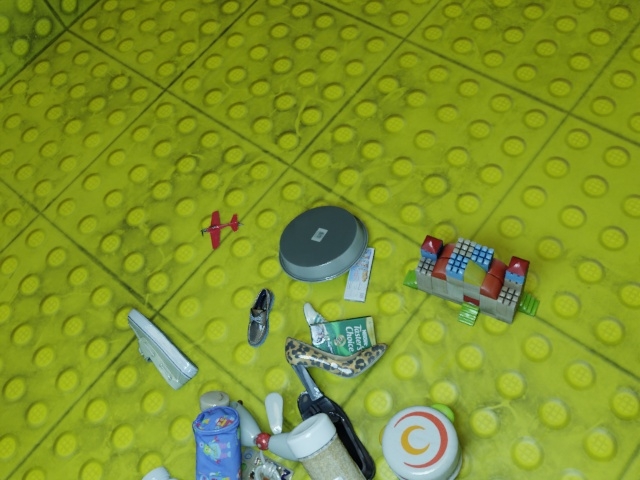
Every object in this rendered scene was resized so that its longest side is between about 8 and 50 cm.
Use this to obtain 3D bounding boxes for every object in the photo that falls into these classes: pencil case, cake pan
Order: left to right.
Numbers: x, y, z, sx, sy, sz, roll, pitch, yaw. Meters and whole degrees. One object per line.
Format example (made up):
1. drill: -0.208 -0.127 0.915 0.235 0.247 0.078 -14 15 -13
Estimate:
1. pencil case: -0.267 0.584 1.636 0.133 0.119 0.306 1 104 4
2. cake pan: 0.000 0.000 1.970 0.293 0.054 0.293 -12 46 12

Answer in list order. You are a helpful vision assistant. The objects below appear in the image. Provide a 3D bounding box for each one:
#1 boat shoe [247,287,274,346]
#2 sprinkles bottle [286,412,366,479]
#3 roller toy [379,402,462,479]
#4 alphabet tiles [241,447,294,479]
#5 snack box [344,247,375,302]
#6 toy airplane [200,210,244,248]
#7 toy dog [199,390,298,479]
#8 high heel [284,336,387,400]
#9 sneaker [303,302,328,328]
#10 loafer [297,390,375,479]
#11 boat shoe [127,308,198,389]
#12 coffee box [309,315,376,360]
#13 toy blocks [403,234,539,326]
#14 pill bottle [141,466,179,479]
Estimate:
1. boat shoe: -0.190 0.230 1.927 0.066 0.066 0.183 3 63 14
2. sprinkles bottle: 0.055 0.604 1.558 0.121 0.121 0.355 -32 92 -5
3. roller toy: 0.260 0.535 1.623 0.209 0.146 0.191 -18 50 7
4. alphabet tiles: -0.150 0.697 1.709 0.237 0.009 0.198 22 69 21
5. snack box: 0.121 0.103 1.950 0.064 0.022 0.178 6 65 16
6. toy airplane: -0.331 -0.044 2.124 0.151 0.028 0.151 -6 61 10
7. toy dog: -0.173 0.508 1.733 0.334 0.220 0.161 29 28 18
8. high heel: 0.039 0.298 1.754 0.261 0.093 0.186 -30 84 -5
9. sneaker: 0.004 0.251 1.882 0.075 0.057 0.161 -22 65 -1
10. loafer: 0.039 0.516 1.710 0.109 0.095 0.302 -38 62 -9
11. boat shoe: -0.500 0.326 1.926 0.302 0.109 0.094 39 79 24
12. coffee box: 0.066 0.282 1.817 0.184 0.040 0.113 -6 87 -3
13. toy blocks: 0.412 0.095 1.753 0.381 0.261 0.190 20 69 22
14. pill bottle: -0.405 0.705 1.703 0.108 0.108 0.180 -40 62 -9
